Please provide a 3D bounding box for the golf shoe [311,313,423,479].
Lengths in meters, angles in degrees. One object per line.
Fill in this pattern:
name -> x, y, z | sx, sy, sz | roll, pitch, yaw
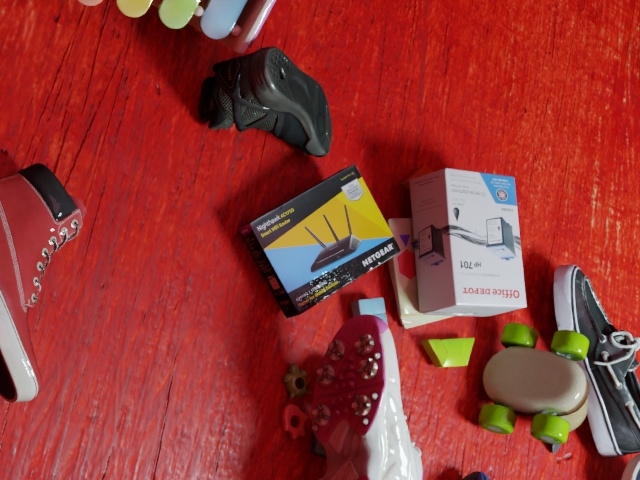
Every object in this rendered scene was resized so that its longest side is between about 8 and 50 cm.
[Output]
golf shoe -> 0.065, 0.247, 1.482 | 0.140, 0.115, 0.306 | 13, 77, -47

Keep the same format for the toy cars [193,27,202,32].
toy cars -> -0.094, -0.450, 1.575 | 0.176, 0.087, 0.393 | 36, 60, -26

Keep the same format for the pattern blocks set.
pattern blocks set -> 0.166, 0.038, 1.700 | 0.325, 0.026, 0.285 | 8, 74, -36

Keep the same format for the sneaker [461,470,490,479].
sneaker -> 0.150, 0.360, 1.584 | 0.221, 0.083, 0.087 | -29, 90, -41

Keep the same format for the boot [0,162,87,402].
boot -> -0.309, 0.040, 1.302 | 0.176, 0.088, 0.244 | -19, 88, -40

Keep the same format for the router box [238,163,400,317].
router box -> 0.000, 0.000, 1.551 | 0.179, 0.046, 0.133 | -31, 95, -29

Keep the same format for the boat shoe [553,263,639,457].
boat shoe -> 0.435, 0.176, 1.807 | 0.113, 0.105, 0.306 | -14, 89, -61

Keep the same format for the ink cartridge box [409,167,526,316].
ink cartridge box -> 0.205, 0.005, 1.669 | 0.140, 0.082, 0.190 | 4, 76, -37

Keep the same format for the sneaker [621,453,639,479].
sneaker -> 0.566, 0.476, 1.806 | 0.131, 0.148, 0.350 | -37, 109, -39

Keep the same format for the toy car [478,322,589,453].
toy car -> 0.327, 0.231, 1.743 | 0.188, 0.149, 0.155 | 50, 53, -53

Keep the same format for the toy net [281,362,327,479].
toy net -> 0.013, 0.270, 1.518 | 0.122, 0.045, 0.232 | 6, 76, -37

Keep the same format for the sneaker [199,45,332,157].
sneaker -> -0.070, -0.170, 1.540 | 0.227, 0.130, 0.087 | 34, 55, -59

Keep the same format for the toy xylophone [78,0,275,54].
toy xylophone -> -0.191, -0.369, 1.415 | 0.323, 0.081, 0.236 | 17, 102, -18
